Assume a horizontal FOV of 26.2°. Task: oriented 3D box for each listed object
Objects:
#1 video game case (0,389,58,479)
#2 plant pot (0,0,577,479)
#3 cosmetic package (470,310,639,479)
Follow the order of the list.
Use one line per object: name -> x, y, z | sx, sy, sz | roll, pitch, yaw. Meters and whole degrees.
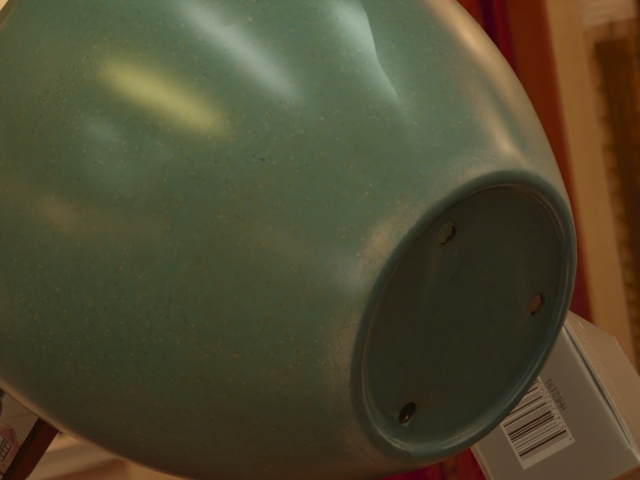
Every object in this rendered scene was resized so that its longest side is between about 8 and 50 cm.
video game case -> -0.225, 0.001, 0.795 | 0.035, 0.248, 0.275 | -37, -10, -41
plant pot -> 0.000, 0.000, 0.632 | 0.290, 0.290, 0.195 | -15, 31, -38
cosmetic package -> 0.177, 0.129, 0.974 | 0.107, 0.127, 0.238 | -34, -18, 17
